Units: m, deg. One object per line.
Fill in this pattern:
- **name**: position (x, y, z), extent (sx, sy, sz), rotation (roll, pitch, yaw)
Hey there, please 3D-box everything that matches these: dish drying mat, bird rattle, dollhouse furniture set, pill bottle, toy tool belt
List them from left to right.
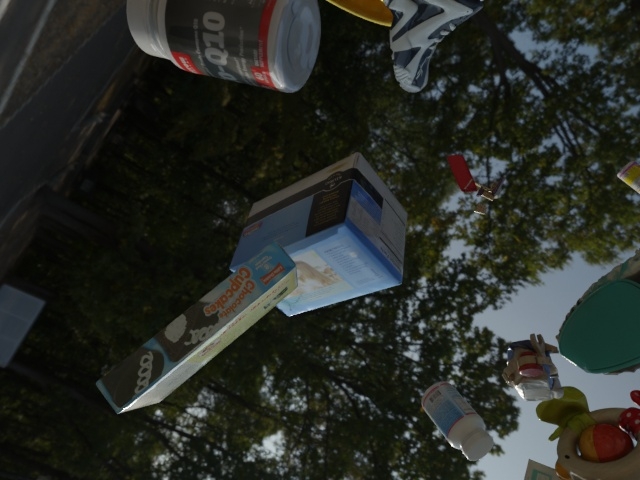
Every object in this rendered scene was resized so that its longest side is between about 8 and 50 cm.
- **pill bottle**: position (-0.157, -0.347, 0.760), extent (0.283, 0.161, 0.161), rotation (17, -110, 17)
- **pill bottle**: position (0.297, 0.392, 1.018), extent (0.087, 0.087, 0.160), rotation (-53, -147, 8)
- **dish drying mat**: position (0.251, -0.120, 0.827), extent (0.008, 0.032, 0.083), rotation (96, -13, -56)
- **dollhouse furniture set**: position (0.352, -0.109, 1.045), extent (0.081, 0.114, 0.091), rotation (31, -82, 21)
- **toy tool belt**: position (0.191, 0.110, 0.427), extent (0.052, 0.083, 0.051), rotation (-14, -133, 23)
- **bird rattle**: position (0.505, 0.339, 0.797), extent (0.253, 0.143, 0.207), rotation (-15, -163, 43)
- **pill bottle**: position (0.672, -0.126, 0.979), extent (0.043, 0.043, 0.083), rotation (-48, -115, 18)

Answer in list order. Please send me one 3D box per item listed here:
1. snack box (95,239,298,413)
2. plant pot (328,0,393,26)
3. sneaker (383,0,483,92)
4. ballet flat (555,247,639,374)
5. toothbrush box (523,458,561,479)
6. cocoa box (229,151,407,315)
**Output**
- **snack box**: position (-0.175, 0.140, 0.756), extent (0.322, 0.060, 0.187), rotation (-39, 170, -11)
- **plant pot**: position (0.100, -0.586, 0.901), extent (0.239, 0.254, 0.254), rotation (-64, -156, 14)
- **sneaker**: position (0.179, -0.318, 0.675), extent (0.153, 0.235, 0.094), rotation (0, -128, 19)
- **ballet flat**: position (0.528, 0.060, 0.691), extent (0.147, 0.146, 0.409), rotation (-89, -164, -48)
- **toothbrush box**: position (0.461, 0.627, 0.958), extent (0.126, 0.296, 0.216), rotation (12, -128, 30)
- **cocoa box**: position (0.000, 0.000, 1.114), extent (0.347, 0.231, 0.228), rotation (-21, -141, 34)
